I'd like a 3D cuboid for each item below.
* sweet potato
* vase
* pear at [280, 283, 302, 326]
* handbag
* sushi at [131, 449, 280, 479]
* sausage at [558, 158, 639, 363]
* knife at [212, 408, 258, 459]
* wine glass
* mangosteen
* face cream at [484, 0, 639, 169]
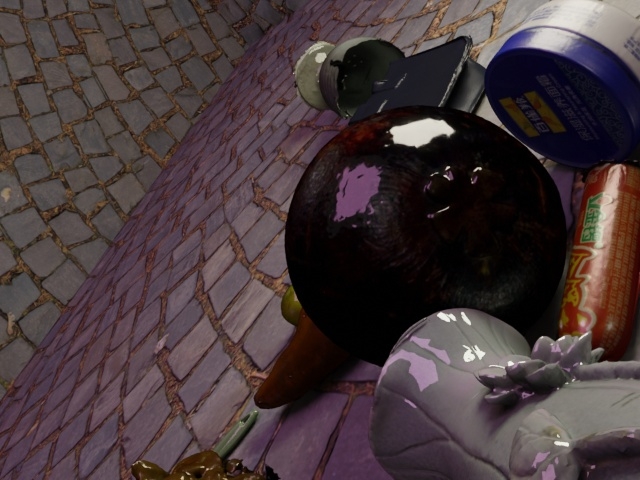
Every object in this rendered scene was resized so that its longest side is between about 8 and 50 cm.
[{"bbox_3d":[0.027,0.111,0.977,0.359,0.112,0.112,-48,24,-7],"label":"sweet potato"},{"bbox_3d":[0.198,0.184,0.452,0.250,0.250,0.445,-51,21,-7],"label":"vase"},{"bbox_3d":[-0.025,0.104,1.096,0.097,0.092,0.092,-35,27,26],"label":"pear"},{"bbox_3d":[0.151,-0.212,1.246,0.269,0.118,0.326,0,51,50],"label":"handbag"},{"bbox_3d":[-0.123,0.347,0.750,0.213,0.204,0.200,-26,27,30],"label":"sushi"},{"bbox_3d":[0.296,0.030,0.693,0.083,0.083,0.264,-19,37,47],"label":"sausage"},{"bbox_3d":[-0.195,0.378,1.045,0.293,0.020,0.043,-48,26,0],"label":"knife"},{"bbox_3d":[0.067,-0.371,1.535,0.190,0.190,0.357,-48,25,0],"label":"wine glass"},{"bbox_3d":[0.113,0.002,0.771,0.330,0.330,0.330,-37,26,22],"label":"mangosteen"},{"bbox_3d":[0.319,-0.194,0.831,0.111,0.206,0.206,-49,24,-15],"label":"face cream"}]
